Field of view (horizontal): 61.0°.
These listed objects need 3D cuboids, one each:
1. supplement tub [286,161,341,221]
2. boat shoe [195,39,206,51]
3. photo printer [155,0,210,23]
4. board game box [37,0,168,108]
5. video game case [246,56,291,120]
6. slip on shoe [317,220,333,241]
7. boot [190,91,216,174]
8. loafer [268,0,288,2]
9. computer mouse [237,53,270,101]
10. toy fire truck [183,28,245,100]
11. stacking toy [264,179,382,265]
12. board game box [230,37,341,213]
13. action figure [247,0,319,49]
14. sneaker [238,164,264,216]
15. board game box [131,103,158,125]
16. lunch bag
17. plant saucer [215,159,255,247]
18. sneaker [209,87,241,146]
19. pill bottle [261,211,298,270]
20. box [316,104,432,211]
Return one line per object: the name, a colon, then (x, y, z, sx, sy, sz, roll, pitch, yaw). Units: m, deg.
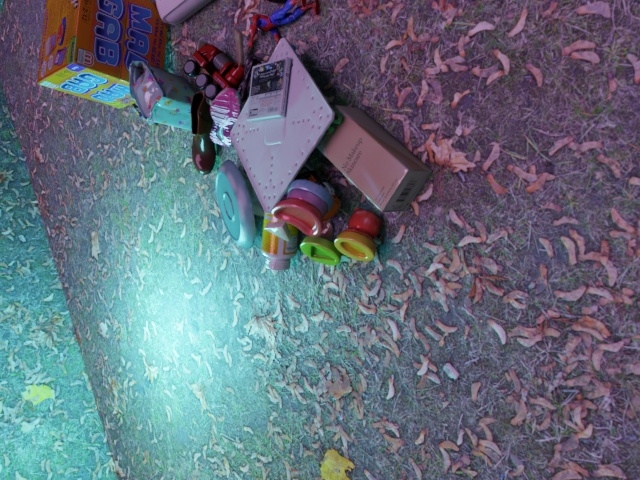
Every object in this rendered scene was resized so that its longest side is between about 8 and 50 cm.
supplement tub: (-0.029, -0.150, 1.680, 0.190, 0.117, 0.117, 46, 123, 29)
boat shoe: (-0.455, -0.688, 2.066, 0.043, 0.049, 0.137, 2, 101, 45)
photo printer: (-0.525, -0.983, 2.056, 0.307, 0.107, 0.256, -11, 87, 44)
board game box: (-0.875, -0.782, 2.193, 0.356, 0.356, 0.357, 0, 84, 43)
video game case: (-0.160, -0.457, 1.661, 0.190, 0.022, 0.173, 9, 93, 51)
slip on shoe: (0.000, 0.000, 1.719, 0.051, 0.041, 0.135, 42, 121, 32)
boot: (-0.418, -0.371, 1.938, 0.280, 0.096, 0.264, -147, 67, -81)
loafer: (-0.063, -0.845, 1.645, 0.365, 0.133, 0.130, -12, 75, 39)
computer mouse: (-0.179, -0.521, 1.825, 0.262, 0.060, 0.184, 34, 112, 41)
toy fire truck: (-0.346, -0.632, 1.922, 0.246, 0.158, 0.217, -46, 68, 14)
stacking toy: (0.006, -0.056, 1.588, 0.279, 0.309, 0.130, -25, 37, 60)
board game box: (-0.121, -0.345, 1.657, 0.390, 0.050, 0.390, -52, 50, 33)
action figure: (-0.136, -0.676, 1.735, 0.280, 0.091, 0.139, 1, 83, 43)
sneaker: (-0.229, -0.173, 1.883, 0.229, 0.087, 0.092, 53, 126, 24)
board game box: (-0.741, -0.594, 2.340, 0.170, 0.048, 0.141, 40, 118, 33)
lunch bag: (-0.598, -0.567, 2.089, 0.160, 0.223, 0.262, -48, 63, 27)
plant saucer: (-0.306, -0.122, 1.903, 0.317, 0.043, 0.318, 44, 142, 49)
sneaker: (-0.323, -0.444, 1.887, 0.252, 0.102, 0.111, 123, 166, -56)
pill bottle: (-0.132, -0.015, 1.789, 0.117, 0.117, 0.215, 16, 105, 41)
box: (0.140, -0.230, 1.510, 0.311, 0.121, 0.148, 47, 123, 29)
